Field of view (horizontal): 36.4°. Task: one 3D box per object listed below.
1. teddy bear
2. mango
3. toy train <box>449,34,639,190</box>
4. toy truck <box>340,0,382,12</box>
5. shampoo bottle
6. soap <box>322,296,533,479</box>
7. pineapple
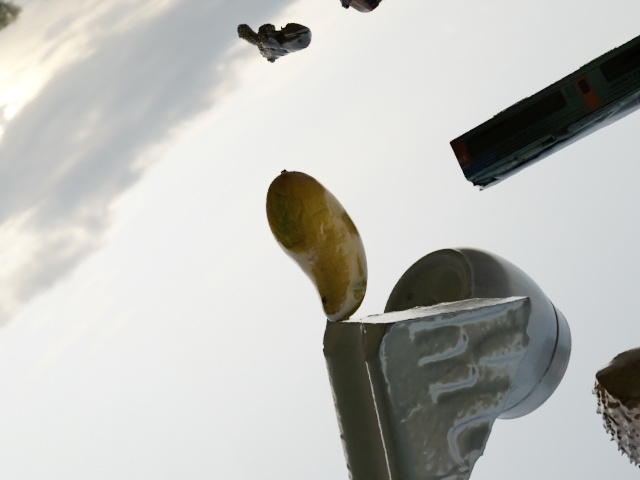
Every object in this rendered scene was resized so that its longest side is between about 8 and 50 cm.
[{"bbox_3d":[-0.083,-0.377,1.859,0.119,0.077,0.160,-8,-165,-43],"label":"teddy bear"},{"bbox_3d":[0.000,0.000,1.138,0.098,0.190,0.075,-27,175,-30],"label":"mango"},{"bbox_3d":[0.374,-0.199,1.337,0.409,0.086,0.089,-30,-109,20],"label":"toy train"},{"bbox_3d":[0.039,-0.478,1.719,0.092,0.192,0.083,-45,-137,28],"label":"toy truck"},{"bbox_3d":[0.267,0.161,1.672,0.273,0.266,0.273,-39,-146,32],"label":"shampoo bottle"},{"bbox_3d":[0.160,0.221,1.221,0.258,0.302,0.159,-7,175,-30],"label":"soap"},{"bbox_3d":[0.610,0.349,1.715,0.202,0.362,0.202,-20,-152,11],"label":"pineapple"}]
